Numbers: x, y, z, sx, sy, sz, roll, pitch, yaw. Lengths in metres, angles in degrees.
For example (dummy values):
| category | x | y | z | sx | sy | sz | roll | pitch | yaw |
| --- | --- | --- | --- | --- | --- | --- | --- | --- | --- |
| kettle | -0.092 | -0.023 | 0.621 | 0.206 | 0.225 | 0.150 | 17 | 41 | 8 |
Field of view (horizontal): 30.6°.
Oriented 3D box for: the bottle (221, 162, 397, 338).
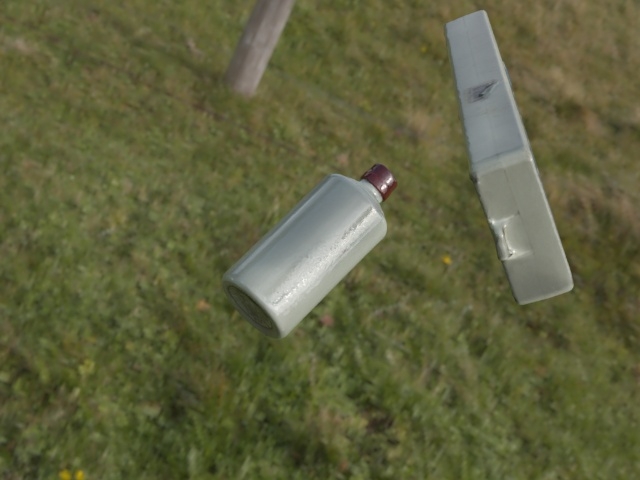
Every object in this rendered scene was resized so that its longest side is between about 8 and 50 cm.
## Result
| category | x | y | z | sx | sy | sz | roll | pitch | yaw |
| --- | --- | --- | --- | --- | --- | --- | --- | --- | --- |
| bottle | 0.000 | 0.000 | 1.388 | 0.104 | 0.104 | 0.245 | 37 | 68 | 22 |

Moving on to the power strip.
| category | x | y | z | sx | sy | sz | roll | pitch | yaw |
| --- | --- | --- | --- | --- | --- | --- | --- | --- | --- |
| power strip | 0.133 | -0.081 | 0.879 | 0.367 | 0.043 | 0.106 | -85 | 155 | -64 |
